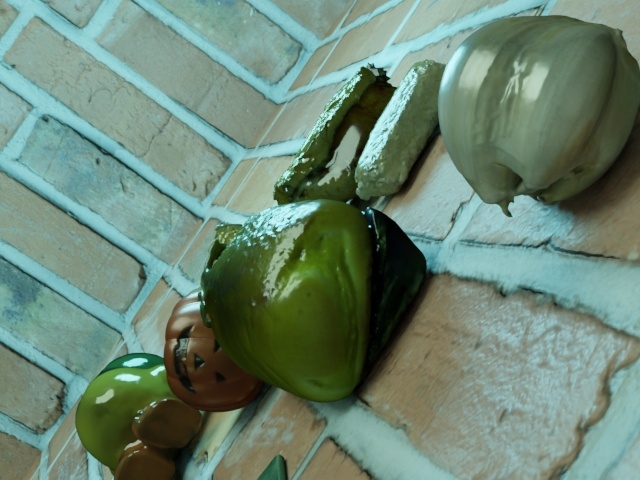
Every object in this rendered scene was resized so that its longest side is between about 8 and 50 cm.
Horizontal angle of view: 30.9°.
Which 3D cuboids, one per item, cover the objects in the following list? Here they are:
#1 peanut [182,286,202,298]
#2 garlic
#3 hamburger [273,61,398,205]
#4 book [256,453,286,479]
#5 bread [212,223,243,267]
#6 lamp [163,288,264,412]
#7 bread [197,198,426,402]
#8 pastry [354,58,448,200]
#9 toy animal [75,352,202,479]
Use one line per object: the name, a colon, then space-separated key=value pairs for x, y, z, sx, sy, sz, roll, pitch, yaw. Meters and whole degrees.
peanut: x=-0.201 y=0.158 z=2.045 sx=0.147 sy=0.147 sz=0.319 roll=-54 pitch=15 yaw=4
garlic: x=0.200 y=-0.126 z=1.156 sx=0.281 sy=0.185 sz=0.203 roll=-134 pitch=59 yaw=-76
hamburger: x=0.054 y=-0.165 z=1.925 sx=0.309 sy=0.132 sz=0.211 roll=-55 pitch=11 yaw=-19
book: x=-0.075 y=0.324 z=1.389 sx=0.103 sy=0.017 sz=0.135 roll=-53 pitch=12 yaw=8
bread: x=-0.111 y=0.044 z=1.922 sx=0.127 sy=0.152 sz=0.147 roll=149 pitch=126 yaw=-61
lamp: x=-0.146 y=0.165 z=1.742 sx=0.187 sy=0.164 sz=0.187 roll=-2 pitch=-90 yaw=-80
bread: x=-0.024 y=0.065 z=1.491 sx=0.251 sy=0.208 sz=0.376 roll=-61 pitch=16 yaw=-7
pastry: x=0.139 y=-0.179 z=1.773 sx=0.258 sy=0.089 sz=0.121 roll=-60 pitch=25 yaw=-9
toy animal: x=-0.319 y=0.297 z=1.984 sx=0.216 sy=0.191 sz=0.338 roll=-67 pitch=14 yaw=5
